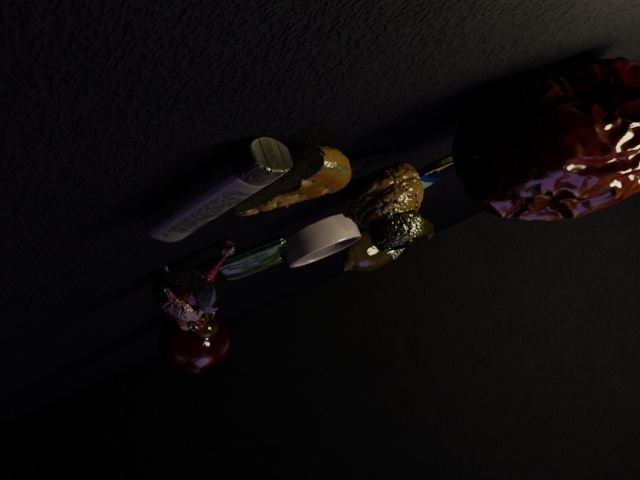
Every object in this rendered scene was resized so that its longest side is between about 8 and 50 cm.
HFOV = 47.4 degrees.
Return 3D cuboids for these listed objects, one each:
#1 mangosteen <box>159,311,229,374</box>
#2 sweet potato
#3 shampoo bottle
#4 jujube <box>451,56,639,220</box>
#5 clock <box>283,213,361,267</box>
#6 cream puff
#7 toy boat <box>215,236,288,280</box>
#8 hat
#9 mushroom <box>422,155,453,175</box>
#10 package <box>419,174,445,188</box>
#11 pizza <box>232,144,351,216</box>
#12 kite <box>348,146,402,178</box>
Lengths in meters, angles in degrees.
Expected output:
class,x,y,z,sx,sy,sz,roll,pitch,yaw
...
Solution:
class,x,y,z,sx,sy,sz,roll,pitch,yaw
mangosteen,-0.383,0.282,2.213,0.215,0.215,0.257,-19,140,-26
sweet potato,0.216,-0.006,2.218,0.423,0.130,0.130,-23,174,-40
shampoo bottle,-0.145,-0.066,1.001,0.227,0.055,0.086,-29,169,34
jujube,0.425,-0.172,1.264,0.377,0.276,0.276,-8,168,-16
clock,0.000,0.000,1.817,0.197,0.068,0.197,-23,173,-3
cream puff,0.146,-0.051,1.529,0.183,0.169,0.183,-24,172,-4
toy boat,-0.170,0.050,1.719,0.210,0.052,0.104,-20,156,-16
hat,-0.247,0.084,1.526,0.227,0.140,0.129,-42,174,27
mushroom,0.271,-0.170,1.638,0.101,0.019,0.049,-23,171,33
package,0.196,-0.120,1.719,0.173,0.027,0.171,-22,172,22
pizza,-0.051,-0.091,1.081,0.194,0.069,0.154,-19,174,16
kite,0.041,-0.124,1.319,0.232,0.009,0.189,-23,173,6
